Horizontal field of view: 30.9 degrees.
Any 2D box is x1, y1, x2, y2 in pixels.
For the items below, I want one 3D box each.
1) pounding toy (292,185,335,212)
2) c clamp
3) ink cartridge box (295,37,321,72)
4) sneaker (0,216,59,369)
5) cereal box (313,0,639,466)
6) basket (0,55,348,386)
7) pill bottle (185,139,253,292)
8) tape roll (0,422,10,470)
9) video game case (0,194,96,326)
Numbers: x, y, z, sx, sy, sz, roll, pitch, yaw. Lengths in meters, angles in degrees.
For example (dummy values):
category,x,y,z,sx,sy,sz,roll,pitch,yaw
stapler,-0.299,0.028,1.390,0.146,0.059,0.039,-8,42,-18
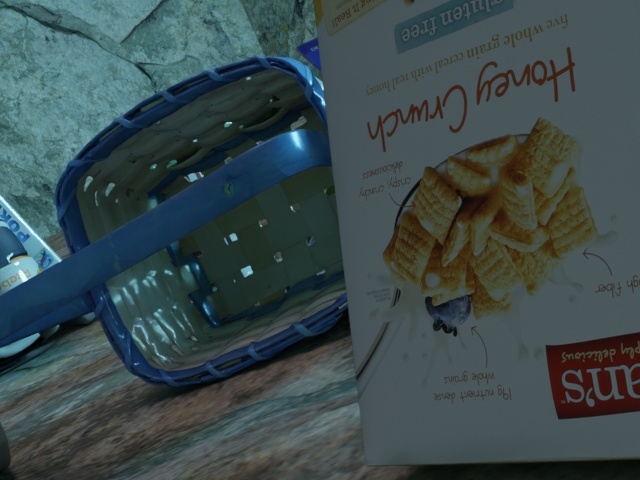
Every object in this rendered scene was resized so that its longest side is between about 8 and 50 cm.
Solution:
category,x,y,z,sx,sy,sz,roll,pitch,yaw
pounding toy,0.048,-0.099,1.282,0.237,0.110,0.183,-25,9,-8
c clamp,0.000,0.000,1.014,0.137,0.022,0.160,-56,4,19
ink cartridge box,0.122,-0.095,0.690,0.165,0.065,0.332,-28,44,-14
sneaker,-0.374,0.093,1.291,0.126,0.127,0.321,-35,-12,-27
cereal box,0.075,-0.032,0.465,0.047,0.240,0.173,0,-10,-41
basket,-0.081,-0.007,0.804,0.255,0.201,0.289,-26,2,17
pill bottle,-0.111,-0.013,1.071,0.086,0.152,0.086,-24,9,4
tape roll,-0.347,0.092,0.798,0.169,0.246,0.246,-28,10,-24
video game case,-0.435,-0.005,1.410,0.036,0.300,0.329,-50,21,-28
